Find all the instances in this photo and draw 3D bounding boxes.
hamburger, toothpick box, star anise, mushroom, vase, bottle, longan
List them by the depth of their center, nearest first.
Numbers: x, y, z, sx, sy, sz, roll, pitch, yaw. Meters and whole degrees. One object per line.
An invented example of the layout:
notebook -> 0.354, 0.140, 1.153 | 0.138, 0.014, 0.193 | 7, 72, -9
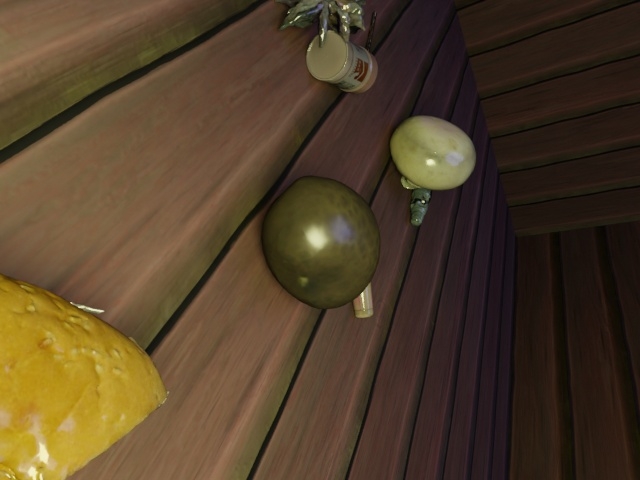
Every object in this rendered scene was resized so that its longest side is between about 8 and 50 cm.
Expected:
hamburger -> -0.251, 0.107, 0.320 | 0.246, 0.155, 0.282 | 64, 28, -14
longan -> 0.000, 0.000, 0.749 | 0.212, 0.197, 0.198 | 41, 47, -40
star anise -> 0.004, -0.455, 0.925 | 0.061, 0.204, 0.181 | 111, -37, -57
bottle -> 0.086, 0.111, 1.003 | 0.045, 0.045, 0.097 | -6, 88, -60
toothpick box -> 0.048, -0.373, 1.020 | 0.148, 0.098, 0.099 | -9, 89, -59
mushroom -> 0.297, -0.230, 1.326 | 0.245, 0.202, 0.246 | 13, 48, -15
vase -> 0.297, -0.123, 1.420 | 0.060, 0.059, 0.212 | 56, 39, -36

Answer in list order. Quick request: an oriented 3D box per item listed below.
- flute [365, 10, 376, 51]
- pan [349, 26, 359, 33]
flute -> 0.132, -0.539, 1.299 | 0.014, 0.014, 0.270 | 49, 42, -43
pan -> 0.051, -0.569, 1.150 | 0.235, 0.028, 0.136 | -35, 112, -58
